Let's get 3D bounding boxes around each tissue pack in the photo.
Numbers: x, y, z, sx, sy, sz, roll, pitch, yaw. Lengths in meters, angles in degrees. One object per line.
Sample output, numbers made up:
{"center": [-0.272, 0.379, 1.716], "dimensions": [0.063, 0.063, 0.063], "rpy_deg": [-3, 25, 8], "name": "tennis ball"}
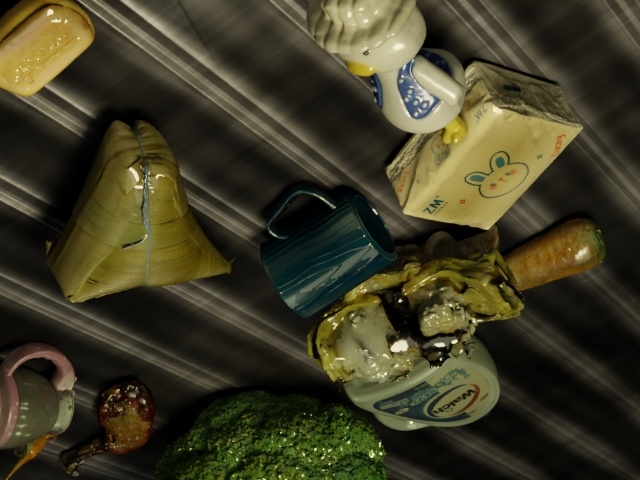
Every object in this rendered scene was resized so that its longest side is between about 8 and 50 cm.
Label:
{"center": [0.194, -0.108, 1.455], "dimensions": [0.148, 0.092, 0.196], "rpy_deg": [9, 137, -32], "name": "tissue pack"}

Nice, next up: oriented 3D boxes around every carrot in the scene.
{"center": [0.263, 0.052, 1.724], "dimensions": [0.298, 0.078, 0.078], "rpy_deg": [-26, 144, 17], "name": "carrot"}

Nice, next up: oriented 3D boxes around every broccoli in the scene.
{"center": [-0.075, 0.374, 1.812], "dimensions": [0.413, 0.310, 0.321], "rpy_deg": [-13, 138, -42], "name": "broccoli"}

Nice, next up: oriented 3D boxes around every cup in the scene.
{"center": [0.004, 0.009, 1.515], "dimensions": [0.138, 0.113, 0.150], "rpy_deg": [-33, 143, 18], "name": "cup"}

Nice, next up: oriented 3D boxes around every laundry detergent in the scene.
{"center": [0.177, 0.231, 1.893], "dimensions": [0.215, 0.105, 0.280], "rpy_deg": [-29, 144, 16], "name": "laundry detergent"}

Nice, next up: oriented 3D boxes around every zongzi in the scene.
{"center": [-0.166, -0.030, 1.401], "dimensions": [0.256, 0.115, 0.228], "rpy_deg": [2, 136, -35], "name": "zongzi"}

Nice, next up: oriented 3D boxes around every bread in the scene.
{"center": [-0.278, -0.197, 1.170], "dimensions": [0.115, 0.056, 0.082], "rpy_deg": [-39, 140, 18], "name": "bread"}

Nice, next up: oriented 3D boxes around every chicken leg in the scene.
{"center": [-0.310, 0.284, 1.807], "dimensions": [0.106, 0.051, 0.253], "rpy_deg": [13, 136, -27], "name": "chicken leg"}

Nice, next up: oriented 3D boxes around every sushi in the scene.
{"center": [0.116, 0.099, 1.580], "dimensions": [0.291, 0.131, 0.139], "rpy_deg": [-20, 138, 16], "name": "sushi"}

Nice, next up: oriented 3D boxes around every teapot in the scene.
{"center": [-0.406, 0.210, 1.643], "dimensions": [0.116, 0.148, 0.146], "rpy_deg": [2, 175, 41], "name": "teapot"}

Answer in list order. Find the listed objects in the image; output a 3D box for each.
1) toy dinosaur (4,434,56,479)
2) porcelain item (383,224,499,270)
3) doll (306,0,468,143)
{"center": [-0.433, 0.308, 1.774], "dimensions": [0.113, 0.041, 0.026], "rpy_deg": [-41, 142, -40], "name": "toy dinosaur"}
{"center": [0.145, 0.029, 1.651], "dimensions": [0.213, 0.054, 0.084], "rpy_deg": [-14, 145, -6], "name": "porcelain item"}
{"center": [0.078, -0.194, 1.269], "dimensions": [0.119, 0.138, 0.293], "rpy_deg": [-55, 144, -9], "name": "doll"}
